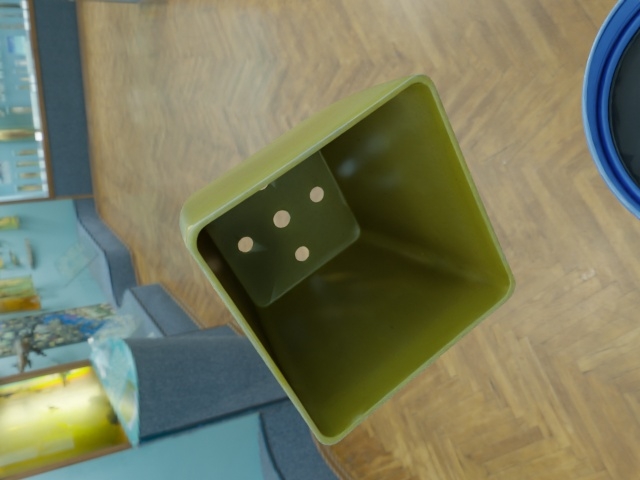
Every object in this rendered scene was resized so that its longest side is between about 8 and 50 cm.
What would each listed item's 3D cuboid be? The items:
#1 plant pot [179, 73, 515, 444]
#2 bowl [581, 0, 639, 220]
[{"bbox_3d":[0.000,0.000,0.552,0.212,0.212,0.187,60,164,-25],"label":"plant pot"},{"bbox_3d":[0.508,-0.167,0.723,0.391,0.077,0.391,-1,88,22],"label":"bowl"}]
